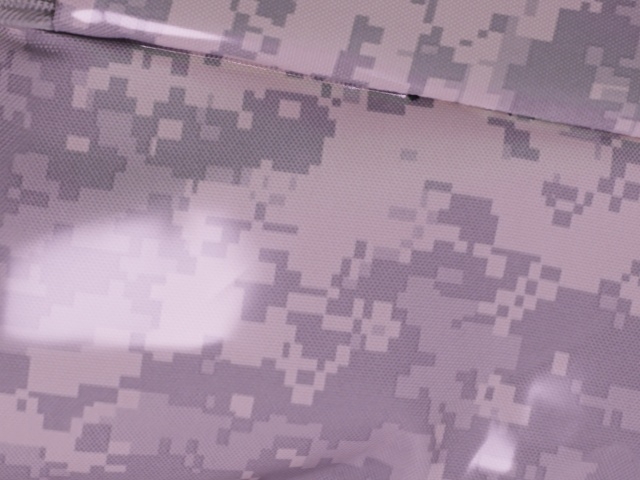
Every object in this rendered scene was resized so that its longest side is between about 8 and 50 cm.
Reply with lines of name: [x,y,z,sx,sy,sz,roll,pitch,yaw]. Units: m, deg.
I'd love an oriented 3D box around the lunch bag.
lunch bag: [0.000,0.000,0.572,0.305,0.212,0.256,11,76,-11]
